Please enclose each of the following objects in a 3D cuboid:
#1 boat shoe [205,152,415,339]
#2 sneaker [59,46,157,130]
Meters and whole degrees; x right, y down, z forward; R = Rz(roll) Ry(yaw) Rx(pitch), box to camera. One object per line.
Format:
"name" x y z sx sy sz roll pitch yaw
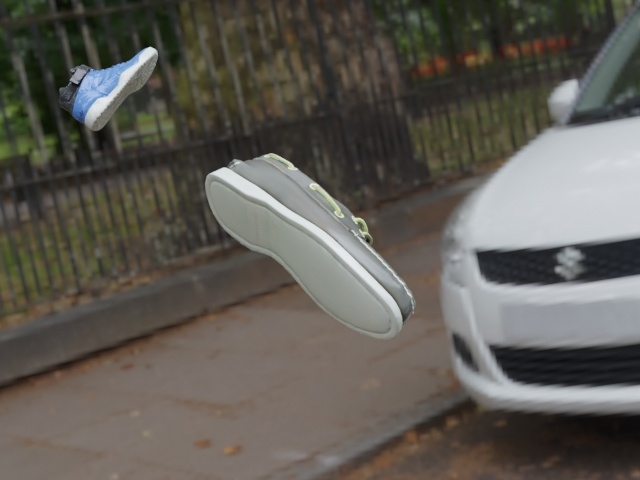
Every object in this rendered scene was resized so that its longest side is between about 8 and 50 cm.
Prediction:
"boat shoe" 0.000 -0.003 1.508 0.091 0.109 0.305 -30 51 -30
"sneaker" -0.297 -0.226 1.899 0.152 0.085 0.058 -52 -12 -21
